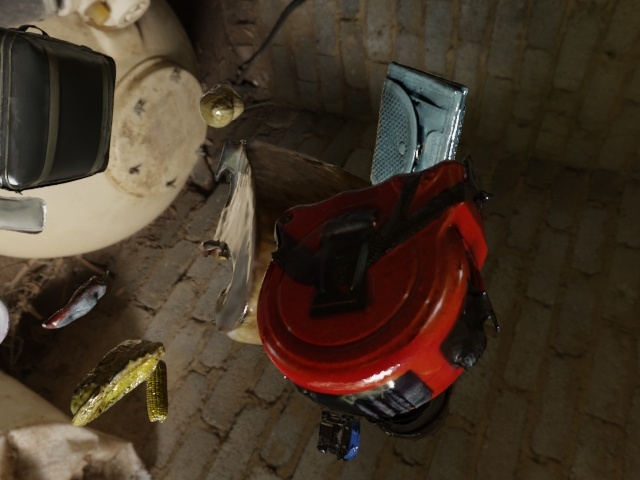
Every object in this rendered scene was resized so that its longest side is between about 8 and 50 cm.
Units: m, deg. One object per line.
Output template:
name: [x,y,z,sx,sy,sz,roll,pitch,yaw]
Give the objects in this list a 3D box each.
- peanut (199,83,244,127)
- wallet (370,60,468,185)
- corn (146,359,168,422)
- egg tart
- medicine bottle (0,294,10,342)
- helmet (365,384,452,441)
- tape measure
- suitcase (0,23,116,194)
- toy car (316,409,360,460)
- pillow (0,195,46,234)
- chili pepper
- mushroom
peanut: [-0.329,-0.445,1.715,0.253,0.137,0.122,-79,162,-63]
wallet: [0.215,-0.227,1.238,0.075,0.237,0.342,-20,131,-32]
corn: [-0.607,0.554,1.923,0.080,0.080,0.238,64,14,-62]
egg tart: [-0.452,0.296,1.132,0.252,0.098,0.232,-46,177,23]
medicine bottle: [-0.858,0.171,1.205,0.170,0.293,0.170,-3,94,-49]
helmet: [0.234,0.427,1.378,0.225,0.305,0.177,-47,129,-16]
tape measure: [0.056,0.049,0.542,0.114,0.253,0.260,48,38,-43]
suitcase: [-0.531,-0.249,0.957,0.434,0.194,0.283,-81,-179,-77]
toy car: [0.050,0.467,1.244,0.216,0.063,0.103,150,-48,-64]
pillow: [-0.963,-0.083,1.576,0.232,0.038,0.131,2,113,-37]
chili pepper: [-0.441,0.113,0.953,0.153,0.041,0.050,-58,149,-46]
mushroom: [0.026,0.026,0.849,0.224,0.397,0.314,-63,-150,24]
